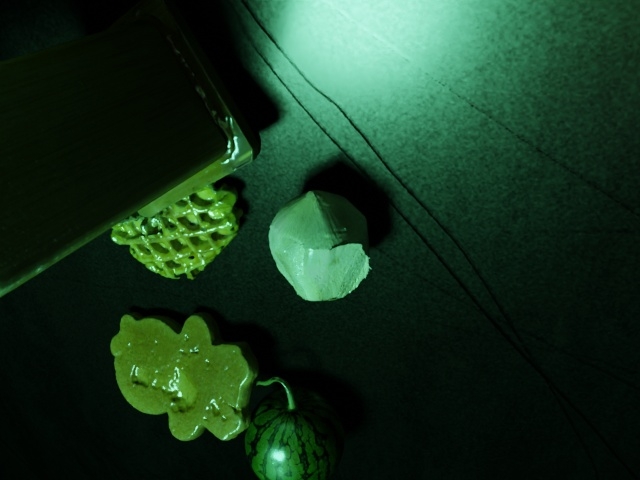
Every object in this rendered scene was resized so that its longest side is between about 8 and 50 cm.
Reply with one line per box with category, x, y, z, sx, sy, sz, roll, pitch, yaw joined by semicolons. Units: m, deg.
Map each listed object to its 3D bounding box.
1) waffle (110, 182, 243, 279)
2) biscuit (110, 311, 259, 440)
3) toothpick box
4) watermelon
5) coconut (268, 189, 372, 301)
waffle;-0.181;-0.027;0.794;0.149;0.051;0.194;38;132;-10
biscuit;-0.200;0.188;0.942;0.248;0.035;0.184;9;94;25
toothpick box;-0.232;-0.071;0.576;0.190;0.308;0.188;-22;105;34
watermelon;-0.039;0.265;0.921;0.140;0.141;0.187;8;131;17
coconut;0.000;0.000;0.699;0.110;0.110;0.125;6;134;19
